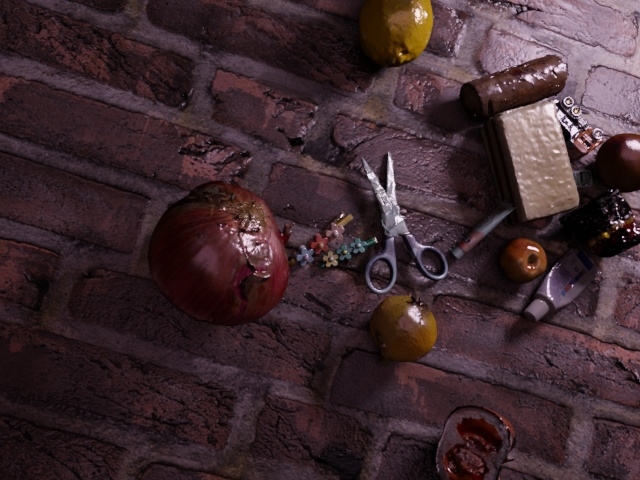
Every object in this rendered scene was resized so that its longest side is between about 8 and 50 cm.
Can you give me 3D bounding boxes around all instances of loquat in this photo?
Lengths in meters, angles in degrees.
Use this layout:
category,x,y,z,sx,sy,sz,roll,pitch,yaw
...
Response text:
category,x,y,z,sx,sy,sz,roll,pitch,yaw
loquat,0.207,0.232,1.341,0.172,0.149,0.204,29,95,-5

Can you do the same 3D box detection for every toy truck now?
category,x,y,z,sx,sy,sz,roll,pitch,yaw
toy truck,0.708,-0.323,1.507,0.092,0.083,0.192,-42,89,-10

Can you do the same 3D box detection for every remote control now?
category,x,y,z,sx,sy,sz,roll,pitch,yaw
remote control,0.728,-0.176,1.524,0.124,0.018,0.053,-3,84,-8

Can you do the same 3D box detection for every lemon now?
category,x,y,z,sx,sy,sz,roll,pitch,yaw
lemon,0.201,-0.581,1.414,0.204,0.204,0.260,11,70,-6

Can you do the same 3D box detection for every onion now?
category,x,y,z,sx,sy,sz,roll,pitch,yaw
onion,-0.221,0.029,1.231,0.353,0.353,0.354,1,83,-7

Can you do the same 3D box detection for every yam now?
category,x,y,z,sx,sy,sz,roll,pitch,yaw
yam,0.541,-0.426,1.479,0.279,0.131,0.131,-20,86,-8

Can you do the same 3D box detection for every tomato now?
category,x,y,z,sx,sy,sz,roll,pitch,yaw
tomato,0.397,0.526,1.322,0.180,0.155,0.214,26,85,31

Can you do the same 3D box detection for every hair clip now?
category,x,y,z,sx,sy,sz,roll,pitch,yaw
hair clip,0.069,0.029,1.400,0.173,0.049,0.049,-26,87,-6
hair clip,0.003,0.002,1.390,0.214,0.056,0.062,-43,123,-11

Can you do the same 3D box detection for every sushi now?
category,x,y,z,sx,sy,sz,roll,pitch,yaw
sushi,0.788,-0.036,1.441,0.172,0.153,0.150,-5,64,-47

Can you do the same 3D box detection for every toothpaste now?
category,x,y,z,sx,sy,sz,roll,pitch,yaw
toothpaste,0.667,0.126,1.463,0.282,0.068,0.099,-38,119,-20
toothpaste,0.440,-0.030,1.427,0.205,0.056,0.036,-44,118,8

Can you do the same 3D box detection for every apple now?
category,x,y,z,sx,sy,sz,roll,pitch,yaw
apple,0.552,0.052,1.430,0.126,0.102,0.126,1,83,-8

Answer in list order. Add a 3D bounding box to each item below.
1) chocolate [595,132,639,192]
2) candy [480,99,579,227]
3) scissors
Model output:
category,x,y,z,sx,sy,sz,roll,pitch,yaw
chocolate,0.859,-0.224,1.472,0.176,0.177,0.177,1,83,-7
candy,0.576,-0.210,1.451,0.179,0.135,0.321,-11,84,-7
scissors,0.200,-0.058,1.420,0.256,0.029,0.384,-9,79,-22
